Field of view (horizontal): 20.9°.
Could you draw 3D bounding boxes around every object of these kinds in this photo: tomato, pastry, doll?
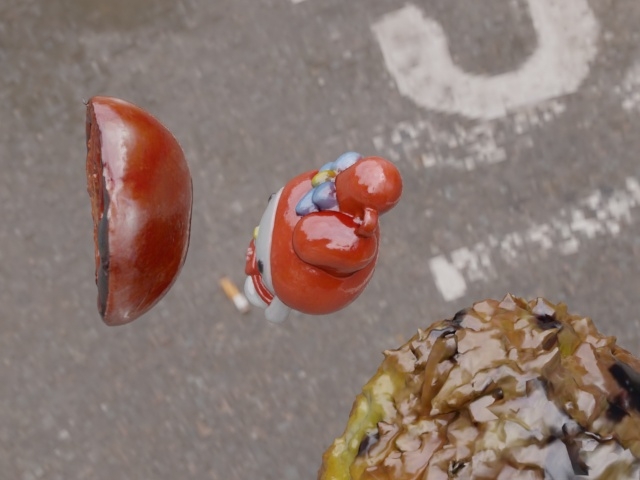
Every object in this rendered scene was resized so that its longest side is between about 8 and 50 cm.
[{"bbox_3d":[-0.141,-0.028,1.360,0.082,0.174,0.166,-3,64,-10],"label":"tomato"},{"bbox_3d":[0.185,0.227,1.549,0.405,0.337,0.292,6,20,1],"label":"pastry"},{"bbox_3d":[0.000,0.000,1.839,0.130,0.290,0.161,20,66,-18],"label":"doll"}]
